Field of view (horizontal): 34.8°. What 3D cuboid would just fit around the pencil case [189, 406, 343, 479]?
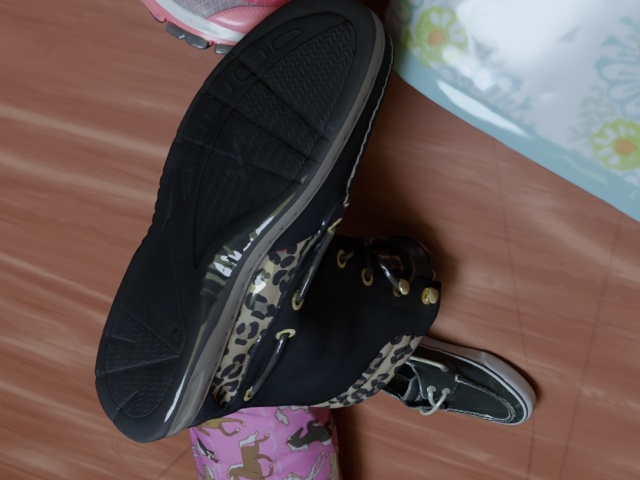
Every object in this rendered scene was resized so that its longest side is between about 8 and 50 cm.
[{"bbox_3d":[-0.065,0.255,1.149,0.160,0.167,0.386,36,142,42],"label":"pencil case"}]

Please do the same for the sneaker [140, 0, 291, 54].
[{"bbox_3d":[-0.114,-0.254,0.804,0.314,0.116,0.136,26,131,7],"label":"sneaker"}]

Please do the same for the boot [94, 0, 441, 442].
[{"bbox_3d":[0.000,0.000,0.861,0.138,0.284,0.377,34,104,36],"label":"boot"}]

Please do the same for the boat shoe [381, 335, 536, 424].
[{"bbox_3d":[0.106,0.142,1.029,0.219,0.070,0.078,22,132,10],"label":"boat shoe"}]

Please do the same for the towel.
[{"bbox_3d":[0.255,-0.170,0.705,0.374,0.090,0.320,30,130,2],"label":"towel"}]
